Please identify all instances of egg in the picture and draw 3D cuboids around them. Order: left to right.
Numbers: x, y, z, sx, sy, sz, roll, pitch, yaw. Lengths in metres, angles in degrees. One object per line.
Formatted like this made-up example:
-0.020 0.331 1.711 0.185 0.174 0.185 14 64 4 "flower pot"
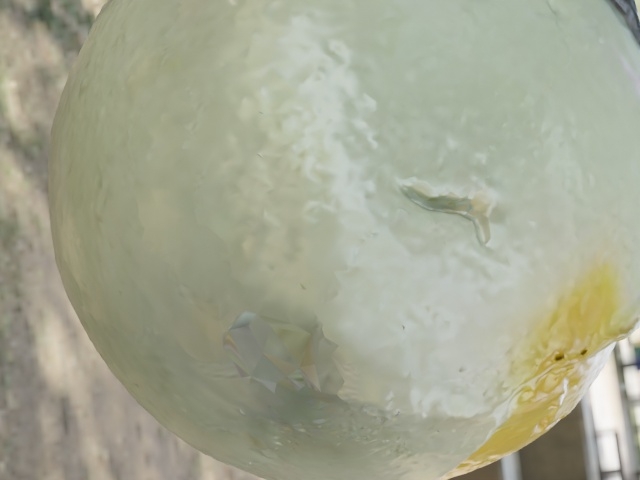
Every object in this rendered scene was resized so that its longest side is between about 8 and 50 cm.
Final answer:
0.000 0.000 0.773 0.201 0.337 0.337 -63 143 -61 "egg"
